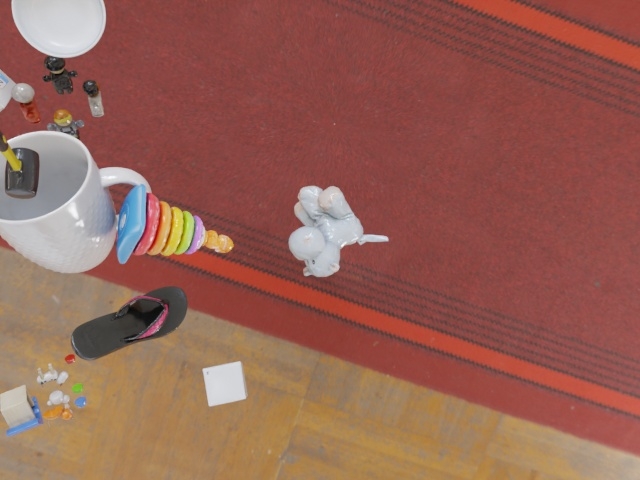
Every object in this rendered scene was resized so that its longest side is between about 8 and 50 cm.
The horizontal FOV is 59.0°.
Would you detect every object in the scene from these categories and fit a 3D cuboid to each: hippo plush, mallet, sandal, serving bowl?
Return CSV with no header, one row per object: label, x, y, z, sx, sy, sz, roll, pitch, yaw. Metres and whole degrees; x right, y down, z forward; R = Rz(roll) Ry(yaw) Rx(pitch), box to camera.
hippo plush,0.000,0.000,1.749,0.294,0.234,0.236,45,60,-26
mallet,-0.366,-0.097,0.654,0.039,0.190,0.062,0,81,-14
sandal,-0.249,0.108,0.772,0.067,0.179,0.040,52,130,11
serving bowl,-0.250,-0.220,0.548,0.083,0.027,0.083,-3,105,-11

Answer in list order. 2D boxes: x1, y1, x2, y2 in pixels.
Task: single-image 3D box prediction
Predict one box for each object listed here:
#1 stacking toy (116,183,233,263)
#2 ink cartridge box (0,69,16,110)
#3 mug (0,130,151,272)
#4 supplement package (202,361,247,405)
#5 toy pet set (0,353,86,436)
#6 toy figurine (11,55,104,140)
stacking toy,-0.367,-0.020,1.482,0.302,0.165,0.175,13,138,-30
ink cartridge box,-0.981,-0.446,1.497,0.066,0.261,0.296,-29,127,18
mug,-0.623,-0.082,1.454,0.374,0.328,0.276,-18,60,-11
supplement package,-0.268,0.405,1.608,0.105,0.179,0.105,-9,78,-7
toy pet set,-0.395,0.241,0.817,0.114,0.122,0.065,-20,122,-21
toy figurine,-0.765,-0.418,1.672,0.209,0.148,0.213,32,63,5
